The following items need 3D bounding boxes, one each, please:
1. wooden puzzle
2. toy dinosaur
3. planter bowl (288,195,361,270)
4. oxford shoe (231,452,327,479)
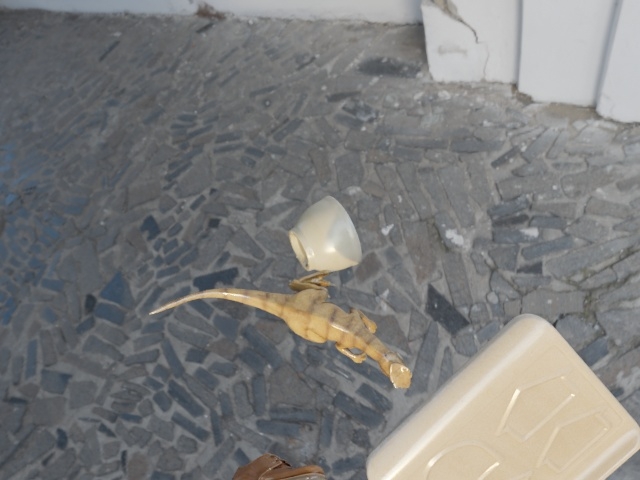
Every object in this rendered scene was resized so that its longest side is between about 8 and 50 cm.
[{"bbox_3d":[0.276,0.299,0.757,0.322,0.347,0.080,-45,25,6],"label":"wooden puzzle"},{"bbox_3d":[-0.017,0.059,0.431,0.211,0.112,0.064,18,96,7],"label":"toy dinosaur"},{"bbox_3d":[0.000,0.000,1.079,0.109,0.162,0.162,-26,53,-17],"label":"planter bowl"},{"bbox_3d":[-0.075,0.387,0.836,0.212,0.076,0.076,-24,39,32],"label":"oxford shoe"}]
